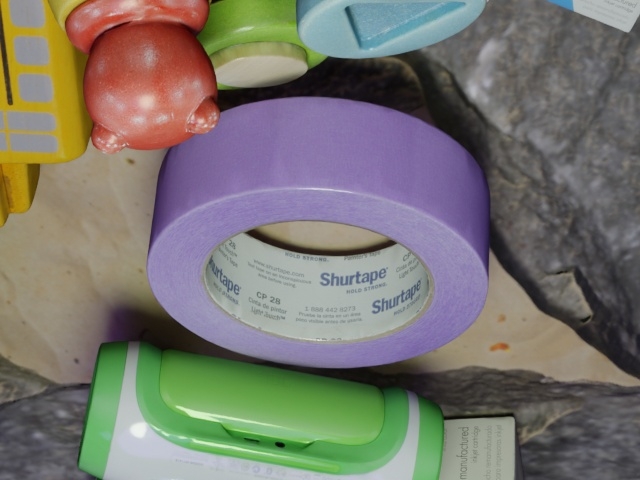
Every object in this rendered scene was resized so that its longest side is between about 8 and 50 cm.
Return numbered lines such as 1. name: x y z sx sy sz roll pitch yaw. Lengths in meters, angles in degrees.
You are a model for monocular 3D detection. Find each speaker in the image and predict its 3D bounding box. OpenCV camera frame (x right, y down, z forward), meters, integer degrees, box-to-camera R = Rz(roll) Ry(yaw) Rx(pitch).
1. speaker: -0.051 0.166 1.618 0.296 0.131 0.131 11 128 -7

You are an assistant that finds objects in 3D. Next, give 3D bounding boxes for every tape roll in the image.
1. tape roll: 0.000 0.000 1.541 0.274 0.090 0.275 2 148 1

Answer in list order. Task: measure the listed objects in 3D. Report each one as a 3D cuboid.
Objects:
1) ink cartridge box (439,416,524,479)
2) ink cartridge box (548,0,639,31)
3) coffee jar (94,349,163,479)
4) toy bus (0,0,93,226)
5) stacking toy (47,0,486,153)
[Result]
1. ink cartridge box: 0.006 0.278 1.730 0.353 0.207 0.119 -5 129 10
2. ink cartridge box: 0.219 -0.254 1.394 0.104 0.060 0.180 20 127 -8
3. coffee jar: -0.166 0.195 1.759 0.079 0.096 0.184 11 128 -3
4. toy bus: -0.250 -0.169 1.485 0.130 0.108 0.333 1 127 4
5. stacking toy: -0.011 -0.137 1.376 0.308 0.130 0.279 -16 164 16
